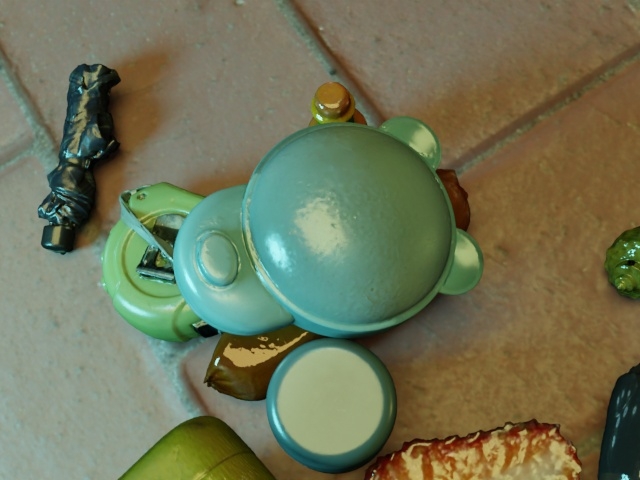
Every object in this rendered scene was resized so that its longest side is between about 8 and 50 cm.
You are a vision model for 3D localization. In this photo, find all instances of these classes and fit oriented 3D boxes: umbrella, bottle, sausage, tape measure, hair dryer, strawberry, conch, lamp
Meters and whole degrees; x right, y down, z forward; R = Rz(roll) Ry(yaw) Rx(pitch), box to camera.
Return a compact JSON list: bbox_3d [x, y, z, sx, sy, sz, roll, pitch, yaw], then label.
[{"bbox_3d":[-0.277,-0.093,1.250,0.071,0.080,0.224,16,74,-23],"label":"umbrella"},{"bbox_3d":[0.020,-0.111,1.143,0.069,0.187,0.069,-2,71,5],"label":"bottle"},{"bbox_3d":[0.025,0.052,1.133,0.348,0.097,0.094,-42,63,-6],"label":"sausage"},{"bbox_3d":[-0.150,0.022,1.164,0.200,0.106,0.175,21,73,15],"label":"tape measure"},{"bbox_3d":[0.459,0.204,1.036,0.359,0.120,0.304,34,64,7],"label":"hair dryer"},{"bbox_3d":[0.122,0.284,1.039,0.286,0.106,0.188,-29,73,-16],"label":"strawberry"},{"bbox_3d":[0.350,0.021,1.118,0.121,0.074,0.089,-35,74,-26],"label":"conch"},{"bbox_3d":[0.001,-0.004,1.026,0.284,0.147,0.209,-19,75,2],"label":"lamp"}]

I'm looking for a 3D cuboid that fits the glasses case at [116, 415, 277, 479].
[{"bbox_3d":[-0.187,0.343,1.021,0.371,0.173,0.141,-44,69,-5],"label":"glasses case"}]

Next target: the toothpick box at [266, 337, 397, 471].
[{"bbox_3d":[0.014,0.170,1.049,0.120,0.184,0.120,-1,73,3],"label":"toothpick box"}]
